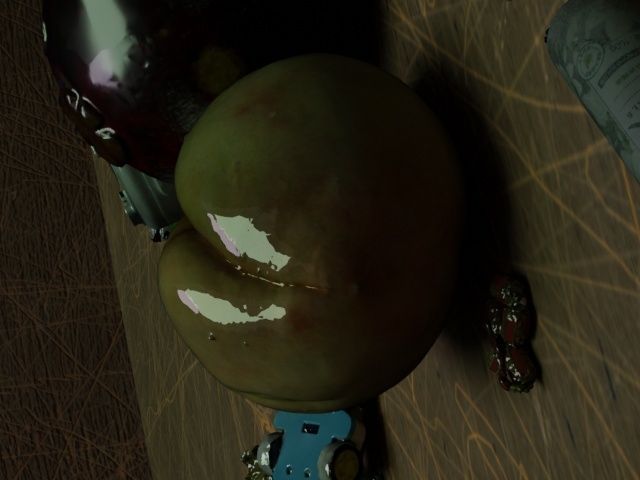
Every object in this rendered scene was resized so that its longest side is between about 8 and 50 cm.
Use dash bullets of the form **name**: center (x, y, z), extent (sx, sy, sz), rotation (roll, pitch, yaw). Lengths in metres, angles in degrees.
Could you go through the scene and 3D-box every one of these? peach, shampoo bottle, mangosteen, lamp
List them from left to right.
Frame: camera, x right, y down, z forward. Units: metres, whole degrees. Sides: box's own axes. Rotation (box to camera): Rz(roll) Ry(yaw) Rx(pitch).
- **mangosteen**: center (-0.091, -0.218, 1.381), extent (0.306, 0.359, 0.306), rotation (44, 168, 12)
- **peach**: center (0.000, -0.001, 1.163), extent (0.292, 0.248, 0.292), rotation (-34, 50, 54)
- **lamp**: center (0.140, 0.066, 1.083), extent (0.063, 0.031, 0.083), rotation (-147, 56, -69)
- **shampoo bottle**: center (0.191, -0.057, 0.774), extent (0.214, 0.072, 0.072), rotation (-114, 23, -45)

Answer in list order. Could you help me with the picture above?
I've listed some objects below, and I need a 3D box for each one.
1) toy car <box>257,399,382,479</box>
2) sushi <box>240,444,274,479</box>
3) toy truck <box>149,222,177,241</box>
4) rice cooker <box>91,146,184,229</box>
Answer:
- **toy car**: center (0.016, 0.194, 1.509), extent (0.126, 0.098, 0.161), rotation (-2, 66, 48)
- **sushi**: center (-0.042, 0.334, 1.692), extent (0.212, 0.115, 0.147), rotation (111, 148, -58)
- **toy truck**: center (-0.166, -0.010, 1.998), extent (0.242, 0.101, 0.125), rotation (-119, 31, -46)
- **rice cooker**: center (-0.155, -0.150, 1.661), extent (0.280, 0.227, 0.241), rotation (66, 174, -29)
